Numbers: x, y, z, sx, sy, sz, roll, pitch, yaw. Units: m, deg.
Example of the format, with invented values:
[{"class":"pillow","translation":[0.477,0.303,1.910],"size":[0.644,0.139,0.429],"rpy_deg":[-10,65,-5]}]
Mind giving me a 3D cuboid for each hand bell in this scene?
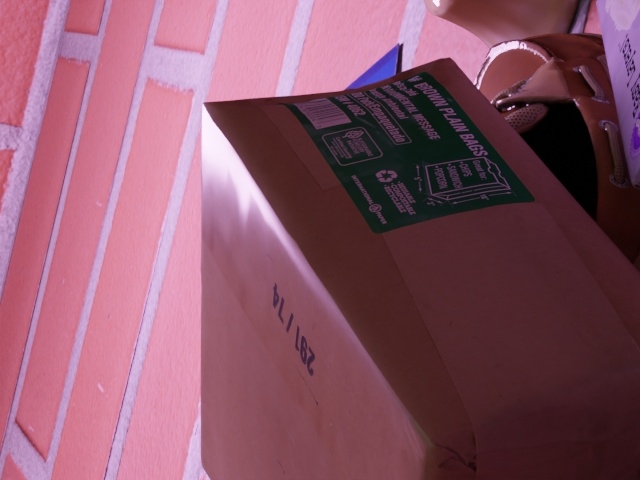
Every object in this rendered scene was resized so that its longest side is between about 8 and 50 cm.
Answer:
[{"class":"hand bell","translation":[0.051,-0.203,1.288],"size":[0.126,0.242,0.126],"rpy_deg":[-168,90,-70]}]

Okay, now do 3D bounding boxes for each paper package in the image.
[{"class":"paper package","translation":[0.060,0.105,1.024],"size":[0.325,0.168,0.309],"rpy_deg":[-124,29,-48]}]

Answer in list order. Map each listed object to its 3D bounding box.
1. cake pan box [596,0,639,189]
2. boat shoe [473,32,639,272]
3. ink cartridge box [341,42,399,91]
[{"class":"cake pan box","translation":[0.227,-0.174,0.965],"size":[0.267,0.070,0.246],"rpy_deg":[-83,9,-59]},{"class":"boat shoe","translation":[0.154,-0.058,1.116],"size":[0.324,0.120,0.122],"rpy_deg":[-126,52,-62]},{"class":"ink cartridge box","translation":[0.000,0.000,1.559],"size":[0.165,0.065,0.333],"rpy_deg":[142,137,-60]}]
